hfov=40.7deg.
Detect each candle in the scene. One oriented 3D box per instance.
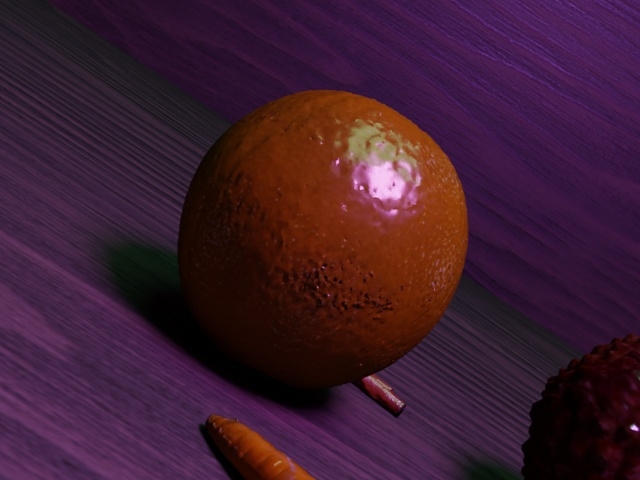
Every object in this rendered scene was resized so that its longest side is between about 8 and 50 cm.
[{"bbox_3d":[0.024,0.133,0.942,0.167,0.021,0.026,37,30,15],"label":"candle"}]

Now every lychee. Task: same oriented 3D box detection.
[{"bbox_3d":[0.318,0.214,0.777,0.264,0.264,0.300,31,-9,-16],"label":"lychee"}]

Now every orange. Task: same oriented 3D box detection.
[{"bbox_3d":[0.000,0.000,0.790,0.274,0.274,0.274,32,9,-6],"label":"orange"}]

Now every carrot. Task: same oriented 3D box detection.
[{"bbox_3d":[0.007,0.179,0.547,0.257,0.061,0.061,38,10,37],"label":"carrot"}]
